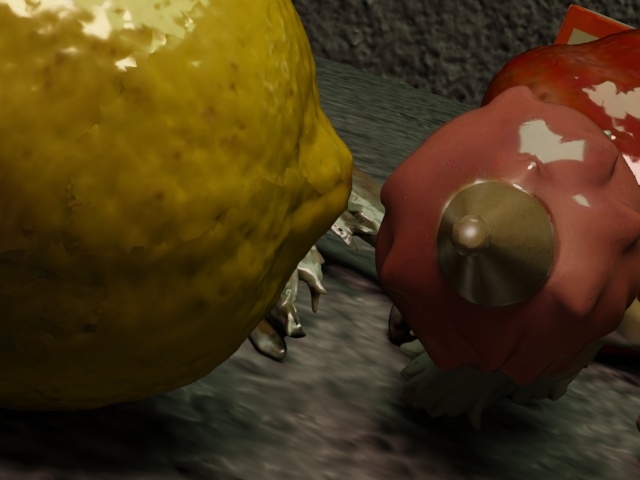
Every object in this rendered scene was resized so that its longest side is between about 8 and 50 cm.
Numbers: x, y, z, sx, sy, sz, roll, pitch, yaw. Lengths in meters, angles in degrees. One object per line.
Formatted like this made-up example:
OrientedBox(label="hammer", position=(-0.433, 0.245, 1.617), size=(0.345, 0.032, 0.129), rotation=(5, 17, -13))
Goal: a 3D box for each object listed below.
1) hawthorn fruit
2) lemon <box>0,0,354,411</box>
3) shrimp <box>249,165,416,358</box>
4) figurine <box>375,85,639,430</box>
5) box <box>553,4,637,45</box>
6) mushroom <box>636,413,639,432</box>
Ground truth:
OrientedBox(label="hawthorn fruit", position=(0.271, -0.018, 1.193), size=(0.287, 0.287, 0.330), rotation=(10, 30, -39))
OrientedBox(label="lemon", position=(-0.139, -0.049, 0.650), size=(0.310, 0.253, 0.253), rotation=(13, 13, -5))
OrientedBox(label="shrimp", position=(0.000, 0.000, 1.025), size=(0.247, 0.085, 0.360), rotation=(28, 19, -8))
OrientedBox(label="figurine", position=(0.119, 0.013, 0.803), size=(0.166, 0.207, 0.387), rotation=(36, -5, 13))
OrientedBox(label="box", position=(0.417, -0.044, 1.489), size=(0.319, 0.256, 0.349), rotation=(9, 18, -44))
OrientedBox(label="mushroom", position=(0.332, 0.134, 0.945), size=(0.236, 0.173, 0.162), rotation=(-22, 73, -17))
